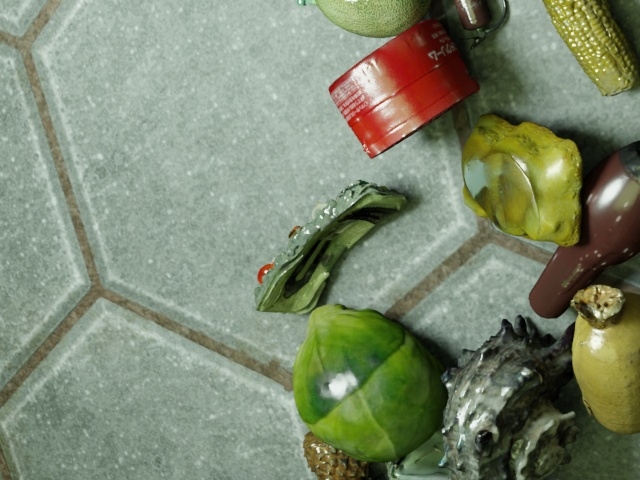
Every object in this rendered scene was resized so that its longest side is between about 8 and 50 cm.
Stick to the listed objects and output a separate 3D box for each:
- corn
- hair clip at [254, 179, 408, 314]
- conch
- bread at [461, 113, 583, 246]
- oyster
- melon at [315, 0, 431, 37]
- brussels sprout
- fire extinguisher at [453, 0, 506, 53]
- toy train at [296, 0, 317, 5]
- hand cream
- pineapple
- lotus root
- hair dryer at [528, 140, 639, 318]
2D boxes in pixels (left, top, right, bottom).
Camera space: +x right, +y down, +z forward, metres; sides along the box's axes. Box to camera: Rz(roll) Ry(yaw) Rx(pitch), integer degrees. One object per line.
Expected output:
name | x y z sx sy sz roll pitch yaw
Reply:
corn | 0.339 -0.322 1.605 0.086 0.086 0.288 -27 96 33
hair clip | 0.000 -0.002 1.897 0.321 0.138 0.091 -47 53 34
conch | 0.288 0.258 1.759 0.240 0.313 0.186 27 160 -29
bread | 0.272 -0.081 1.679 0.233 0.088 0.161 21 126 54
oyster | 0.213 0.331 1.917 0.199 0.087 0.252 37 117 19
melon | 0.078 -0.355 1.701 0.192 0.139 0.139 12 114 28
brussels sprout | 0.065 0.217 1.879 0.219 0.210 0.271 -43 43 9
fire extinguisher | 0.212 -0.348 1.689 0.078 0.045 0.157 -19 98 11
toy train | -0.013 -0.421 1.786 0.070 0.038 0.148 7 111 23
hand cream | 0.117 -0.213 1.703 0.193 0.193 0.125 -32 92 34
pineapple | 0.050 0.418 2.035 0.119 0.111 0.237 8 122 59
lotus root | 0.422 0.170 1.673 0.130 0.146 0.303 -2 139 21
hair dryer | 0.487 0.044 1.671 0.340 0.123 0.313 27 131 5
